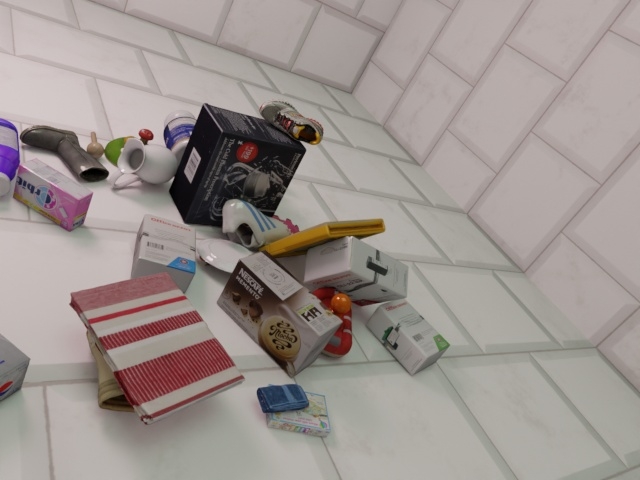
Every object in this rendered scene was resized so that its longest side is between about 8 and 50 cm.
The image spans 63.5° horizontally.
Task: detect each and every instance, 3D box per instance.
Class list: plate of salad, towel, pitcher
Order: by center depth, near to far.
[{"bbox_3d":[-0.337,0.206,1.072,0.237,0.037,0.329,-12,52,-49],"label":"towel"},{"bbox_3d":[-0.087,0.363,1.198,0.120,0.029,0.067,6,36,-38],"label":"towel"},{"bbox_3d":[-0.275,0.054,1.551,0.200,0.048,0.199,20,21,-8],"label":"plate of salad"},{"bbox_3d":[-0.560,-0.228,1.639,0.125,0.178,0.207,47,11,11],"label":"pitcher"}]

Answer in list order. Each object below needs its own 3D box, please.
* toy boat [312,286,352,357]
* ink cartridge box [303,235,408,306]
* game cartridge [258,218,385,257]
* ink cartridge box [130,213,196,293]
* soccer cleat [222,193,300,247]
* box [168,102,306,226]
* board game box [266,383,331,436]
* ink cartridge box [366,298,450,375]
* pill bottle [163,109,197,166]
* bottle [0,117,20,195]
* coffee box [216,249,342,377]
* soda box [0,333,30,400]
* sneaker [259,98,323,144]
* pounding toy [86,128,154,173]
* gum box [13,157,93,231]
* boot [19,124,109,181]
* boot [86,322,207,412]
[{"bbox_3d":[0.038,0.212,1.489,0.151,0.151,0.231,25,29,-13],"label":"toy boat"},{"bbox_3d":[0.112,0.103,1.607,0.273,0.197,0.114,28,58,-37],"label":"ink cartridge box"},{"bbox_3d":[0.000,0.000,1.653,0.286,0.324,0.052,-6,78,-47],"label":"game cartridge"},{"bbox_3d":[-0.422,0.033,1.400,0.148,0.085,0.203,18,30,-24],"label":"ink cartridge box"},{"bbox_3d":[-0.193,-0.024,1.679,0.331,0.116,0.143,28,58,-44],"label":"soccer cleat"},{"bbox_3d":[-0.272,-0.226,1.686,0.313,0.343,0.179,4,37,-40],"label":"box"},{"bbox_3d":[-0.055,0.403,1.226,0.154,0.026,0.103,19,30,-21],"label":"board game box"},{"bbox_3d":[0.276,0.298,1.642,0.160,0.092,0.219,-7,46,-50],"label":"ink cartridge box"},{"bbox_3d":[-0.491,-0.364,1.896,0.153,0.153,0.264,11,34,-33],"label":"pill bottle"},{"bbox_3d":[-0.867,-0.225,1.376,0.118,0.092,0.282,6,37,-38],"label":"bottle"},{"bbox_3d":[-0.113,0.187,1.368,0.297,0.168,0.119,42,30,17],"label":"coffee box"},{"bbox_3d":[-0.669,0.178,0.927,0.286,0.091,0.098,36,28,8],"label":"soda box"},{"bbox_3d":[-0.088,-0.378,1.656,0.226,0.088,0.092,22,28,-15],"label":"sneaker"},{"bbox_3d":[-0.644,-0.324,1.732,0.237,0.110,0.182,16,32,-27],"label":"pounding toy"},{"bbox_3d":[-0.705,-0.122,1.353,0.189,0.107,0.062,31,28,0],"label":"gum box"},{"bbox_3d":[-0.770,-0.256,1.558,0.190,0.076,0.208,-12,57,-49],"label":"boot"},{"bbox_3d":[-0.348,0.258,1.102,0.262,0.095,0.203,6,37,-36],"label":"boot"}]
